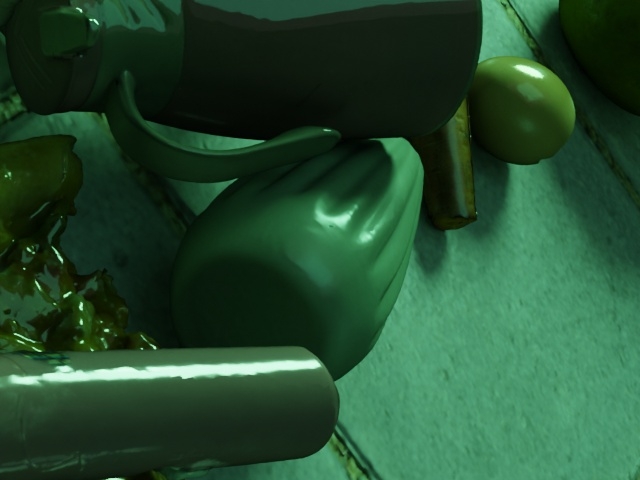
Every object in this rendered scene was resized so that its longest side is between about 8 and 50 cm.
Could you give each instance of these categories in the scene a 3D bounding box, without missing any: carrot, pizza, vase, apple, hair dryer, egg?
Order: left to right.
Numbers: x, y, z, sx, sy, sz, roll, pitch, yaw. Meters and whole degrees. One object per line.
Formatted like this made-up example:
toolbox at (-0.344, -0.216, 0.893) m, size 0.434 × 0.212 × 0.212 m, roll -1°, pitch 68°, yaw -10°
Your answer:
pizza at (-0.185, 0.074, 0.853) m, size 0.268 × 0.087 × 0.257 m, roll -10°, pitch 72°, yaw -48°
hair dryer at (-0.109, 0.101, 0.765) m, size 0.352 × 0.125 × 0.210 m, roll 1°, pitch 80°, yaw -45°
vase at (0.000, 0.000, 1.075) m, size 0.128 × 0.128 × 0.248 m, roll 54°, pitch 29°, yaw -8°
carrot at (0.087, -0.086, 1.284) m, size 0.055 × 0.055 × 0.161 m, roll 14°, pitch 64°, yaw -43°
egg at (0.147, -0.101, 1.333) m, size 0.096 × 0.080 × 0.080 m, roll 22°, pitch 52°, yaw -32°
apple at (0.298, -0.195, 1.498) m, size 0.196 × 0.157 × 0.196 m, roll 26°, pitch 49°, yaw -35°

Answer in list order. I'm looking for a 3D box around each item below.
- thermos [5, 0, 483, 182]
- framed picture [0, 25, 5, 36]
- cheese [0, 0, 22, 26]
thermos at (-0.046, -0.114, 1.017) m, size 0.265 × 0.146 × 0.176 m, roll -8°, pitch 56°, yaw -34°
framed picture at (-0.132, -0.284, 1.077) m, size 0.315 × 0.024 × 0.232 m, roll -42°, pitch 101°, yaw -24°
cheese at (-0.275, -0.130, 0.709) m, size 0.292 × 0.332 × 0.153 m, roll -22°, pitch 83°, yaw -25°
